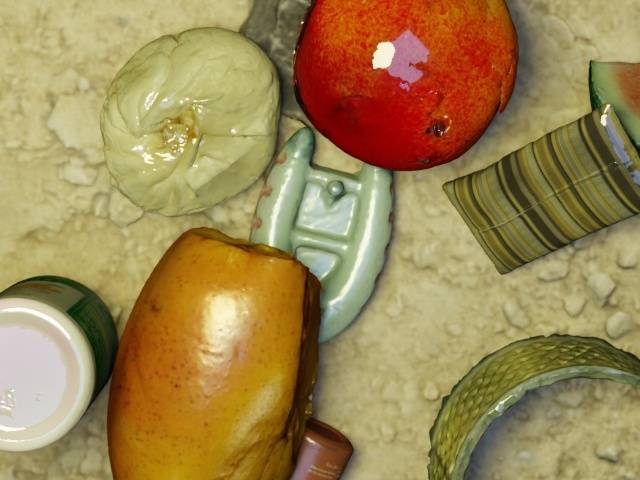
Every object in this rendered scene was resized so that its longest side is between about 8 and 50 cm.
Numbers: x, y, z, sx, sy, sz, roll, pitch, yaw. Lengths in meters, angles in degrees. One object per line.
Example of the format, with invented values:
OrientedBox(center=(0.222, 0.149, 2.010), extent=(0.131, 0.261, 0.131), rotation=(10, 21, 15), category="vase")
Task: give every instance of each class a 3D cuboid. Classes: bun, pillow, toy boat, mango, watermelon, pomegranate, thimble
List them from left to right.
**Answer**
OrientedBox(center=(-0.120, -0.111, 1.695), extent=(0.188, 0.111, 0.164), rotation=(-29, 101, -3), category="bun")
OrientedBox(center=(-0.103, 0.151, 1.679), extent=(0.199, 0.201, 0.350), rotation=(8, 110, -21), category="mango")
OrientedBox(center=(0.000, 0.000, 1.735), extent=(0.134, 0.079, 0.207), rotation=(15, 95, -8), category="toy boat")
OrientedBox(center=(0.079, -0.177, 1.656), extent=(0.210, 0.210, 0.235), rotation=(16, 64, -5), category="pomegranate")
OrientedBox(center=(0.219, -0.044, 1.714), extent=(0.203, 0.038, 0.113), rotation=(-28, 102, 37), category="pillow")
OrientedBox(center=(0.243, 0.230, 1.741), extent=(0.271, 0.150, 0.270), rotation=(0, 98, -3), category="thimble")
OrientedBox(center=(0.346, -0.101, 1.760), extent=(0.202, 0.136, 0.207), rotation=(-25, 68, -37), category="watermelon")

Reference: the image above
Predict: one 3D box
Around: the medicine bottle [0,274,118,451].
OrientedBox(center=(-0.253, 0.102, 1.631), extent=(0.133, 0.274, 0.133), rotation=(0, 93, 0), category="medicine bottle")

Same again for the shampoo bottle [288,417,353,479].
OrientedBox(center=(-0.054, 0.288, 1.767), extent=(0.085, 0.085, 0.244), rotation=(27, 97, -6), category="shampoo bottle")
